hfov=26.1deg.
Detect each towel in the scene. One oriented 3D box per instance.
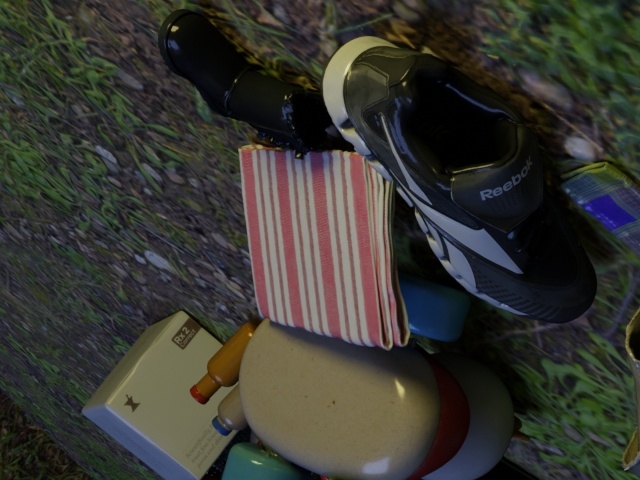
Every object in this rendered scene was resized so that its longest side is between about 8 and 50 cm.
[{"bbox_3d":[0.186,-0.014,0.827,0.083,0.009,0.060,42,161,-11],"label":"towel"},{"bbox_3d":[0.000,0.000,1.044,0.197,0.029,0.144,9,106,57],"label":"towel"}]

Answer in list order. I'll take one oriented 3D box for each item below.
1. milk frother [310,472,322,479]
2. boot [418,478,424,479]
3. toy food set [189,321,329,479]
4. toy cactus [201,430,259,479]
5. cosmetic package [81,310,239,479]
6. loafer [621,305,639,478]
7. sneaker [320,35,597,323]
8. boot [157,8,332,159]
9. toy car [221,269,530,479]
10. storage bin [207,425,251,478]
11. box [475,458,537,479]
[{"bbox_3d":[0.041,0.308,1.597,0.134,0.143,0.129,37,153,10],"label":"milk frother"},{"bbox_3d":[0.048,0.170,1.395,0.197,0.073,0.152,65,173,-13],"label":"boot"},{"bbox_3d":[-0.032,0.210,1.500,0.232,0.104,0.111,43,-169,-7],"label":"toy food set"},{"bbox_3d":[-0.066,0.285,1.749,0.112,0.219,0.181,-147,55,-61],"label":"toy cactus"},{"bbox_3d":[-0.184,0.199,1.733,0.151,0.151,0.183,41,161,-9],"label":"cosmetic package"},{"bbox_3d":[0.228,0.069,0.824,0.092,0.102,0.268,34,151,15],"label":"loafer"},{"bbox_3d":[0.100,-0.029,0.832,0.234,0.078,0.106,47,167,-19],"label":"sneaker"},{"bbox_3d":[-0.051,-0.109,0.974,0.099,0.045,0.121,27,165,34],"label":"boot"},{"bbox_3d":[0.072,0.141,1.171,0.210,0.219,0.238,17,180,45],"label":"toy car"},{"bbox_3d":[-0.137,0.307,1.993,0.122,0.084,0.180,44,160,-17],"label":"storage bin"},{"bbox_3d":[0.198,0.305,1.397,0.156,0.093,0.158,31,161,18],"label":"box"}]
